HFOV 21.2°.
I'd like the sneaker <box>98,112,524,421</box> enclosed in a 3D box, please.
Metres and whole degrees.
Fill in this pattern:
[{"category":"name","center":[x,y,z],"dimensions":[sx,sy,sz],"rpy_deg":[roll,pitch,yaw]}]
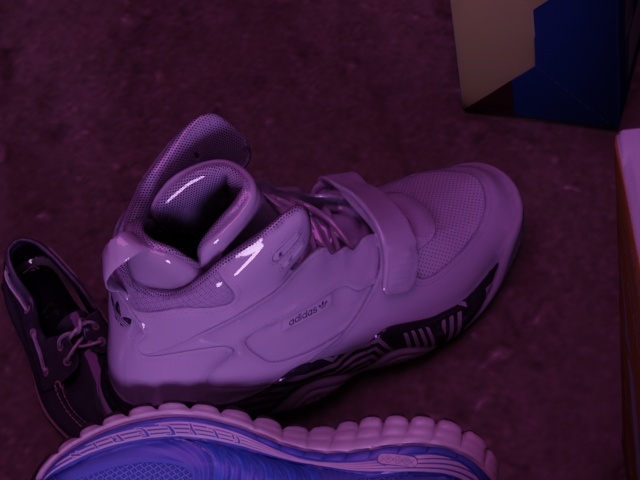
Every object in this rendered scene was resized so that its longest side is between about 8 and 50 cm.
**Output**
[{"category":"sneaker","center":[0.000,0.000,1.224],"dimensions":[0.365,0.210,0.137],"rpy_deg":[-28,53,-20]}]

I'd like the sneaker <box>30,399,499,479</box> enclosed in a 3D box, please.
[{"category":"sneaker","center":[-0.046,0.199,1.149],"dimensions":[0.329,0.130,0.147],"rpy_deg":[-2,50,9]}]

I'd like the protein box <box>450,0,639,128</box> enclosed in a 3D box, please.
[{"category":"protein box","center":[0.196,-0.236,1.387],"dimensions":[0.136,0.200,0.201],"rpy_deg":[9,55,16]}]

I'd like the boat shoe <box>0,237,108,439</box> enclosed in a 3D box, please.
[{"category":"boat shoe","center":[-0.194,0.080,1.306],"dimensions":[0.075,0.065,0.206],"rpy_deg":[-26,54,-12]}]

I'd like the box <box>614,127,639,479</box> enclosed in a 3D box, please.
[{"category":"box","center":[0.272,0.113,1.015],"dimensions":[0.168,0.345,0.215],"rpy_deg":[-7,52,6]}]
